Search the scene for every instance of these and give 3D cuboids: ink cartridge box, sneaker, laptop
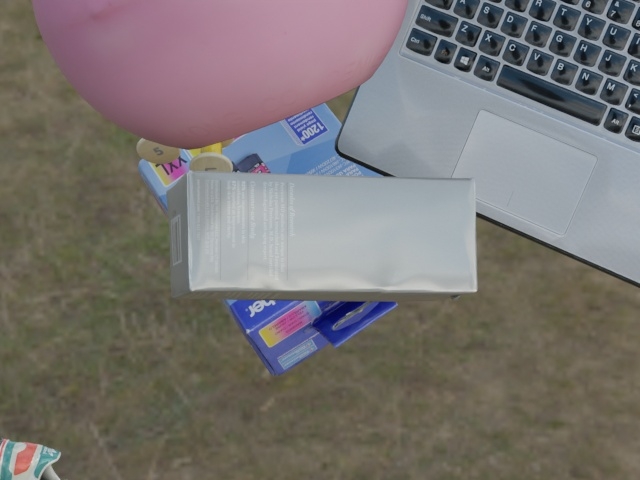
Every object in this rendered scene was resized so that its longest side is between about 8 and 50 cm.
[{"bbox_3d":[-0.032,-0.010,1.793,0.270,0.151,0.395,-34,59,-4],"label":"ink cartridge box"},{"bbox_3d":[-0.290,0.273,1.347,0.075,0.161,0.057,3,25,2],"label":"sneaker"},{"bbox_3d":[0.220,-0.188,1.073,0.382,0.407,0.236,25,9,16],"label":"laptop"}]

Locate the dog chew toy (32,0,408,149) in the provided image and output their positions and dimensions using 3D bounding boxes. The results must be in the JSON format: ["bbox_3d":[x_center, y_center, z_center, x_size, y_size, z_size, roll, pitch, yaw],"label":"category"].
[{"bbox_3d":[-0.083,-0.221,0.705,0.207,0.331,0.206,-21,9,3],"label":"dog chew toy"}]

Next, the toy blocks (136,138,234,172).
[{"bbox_3d":[-0.161,-0.156,1.623,0.123,0.054,0.148,19,51,-25],"label":"toy blocks"}]

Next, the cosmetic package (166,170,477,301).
[{"bbox_3d":[0.000,0.000,1.092,0.238,0.107,0.127,-2,-5,-15],"label":"cosmetic package"}]
